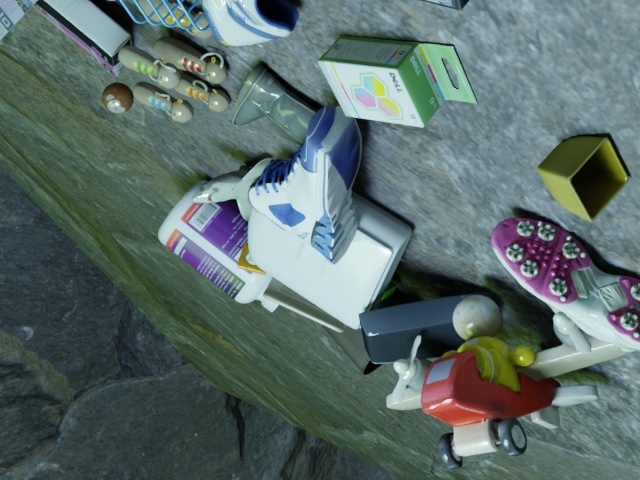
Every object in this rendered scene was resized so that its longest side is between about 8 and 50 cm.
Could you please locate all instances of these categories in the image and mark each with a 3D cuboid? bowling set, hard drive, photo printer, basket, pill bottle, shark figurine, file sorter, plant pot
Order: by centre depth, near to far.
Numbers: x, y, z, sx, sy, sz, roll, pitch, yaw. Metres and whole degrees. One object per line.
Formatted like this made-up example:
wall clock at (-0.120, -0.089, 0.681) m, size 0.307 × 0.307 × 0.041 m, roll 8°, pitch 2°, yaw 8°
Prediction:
plant pot at (0.334, -0.087, 1.196) m, size 0.081 × 0.081 × 0.083 m, roll 51°, pitch 165°, yaw -32°
file sorter at (-0.228, -0.396, 1.405) m, size 0.170 × 0.104 × 0.118 m, roll 17°, pitch 152°, yaw 41°
bowling set at (-0.266, -0.272, 1.607) m, size 0.154 × 0.199 × 0.287 m, roll 27°, pitch 161°, yaw 22°
hard drive at (0.207, 0.172, 1.751) m, size 0.255 × 0.054 × 0.172 m, roll -9°, pitch 147°, yaw 2°
photo printer at (0.000, 0.000, 1.762) m, size 0.308 × 0.107 × 0.256 m, roll 33°, pitch 134°, yaw 12°
shark figurine at (-0.128, -0.104, 1.903) m, size 0.278 × 0.166 × 0.116 m, roll 30°, pitch -163°, yaw -44°
basket at (0.076, 0.149, 1.969) m, size 0.227 × 0.204 × 0.154 m, roll 41°, pitch 137°, yaw 19°
pill bottle at (-0.202, 0.020, 2.109) m, size 0.323 × 0.181 × 0.181 m, roll 38°, pitch 159°, yaw -2°

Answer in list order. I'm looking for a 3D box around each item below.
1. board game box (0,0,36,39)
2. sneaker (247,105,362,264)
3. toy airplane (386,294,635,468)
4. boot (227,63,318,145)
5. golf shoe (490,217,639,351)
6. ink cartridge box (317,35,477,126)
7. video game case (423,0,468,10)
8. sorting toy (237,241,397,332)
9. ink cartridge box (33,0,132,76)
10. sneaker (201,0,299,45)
board game box at (-0.553, -0.447, 1.434) m, size 0.098 × 0.303 × 0.224 m, roll 15°, pitch 149°, yaw 35°
sneaker at (-0.038, -0.094, 1.530) m, size 0.182 × 0.127 × 0.315 m, roll 22°, pitch 147°, yaw 16°
toy airplane at (0.322, 0.225, 1.614) m, size 0.384 × 0.386 × 0.272 m, roll 113°, pitch 141°, yaw -77°
boot at (-0.053, -0.200, 1.596) m, size 0.209 × 0.076 × 0.189 m, roll 33°, pitch 160°, yaw -6°
golf shoe at (0.389, 0.079, 1.407) m, size 0.306 × 0.115 × 0.140 m, roll 35°, pitch 162°, yaw 10°
ink cartridge box at (0.106, -0.223, 1.292) m, size 0.209 × 0.062 × 0.109 m, roll 16°, pitch 150°, yaw 42°
video game case at (0.039, -0.402, 1.067) m, size 0.275 × 0.035 × 0.248 m, roll 25°, pitch 155°, yaw 30°
sorting toy at (-0.003, 0.088, 1.886) m, size 0.348 × 0.196 × 0.047 m, roll 25°, pitch 144°, yaw 7°
ink cartridge box at (-0.513, -0.467, 1.721) m, size 0.371 × 0.069 × 0.176 m, roll 42°, pitch 172°, yaw -6°
sneaker at (-0.121, -0.402, 1.263) m, size 0.131 × 0.111 × 0.296 m, roll 3°, pitch 145°, yaw 28°
